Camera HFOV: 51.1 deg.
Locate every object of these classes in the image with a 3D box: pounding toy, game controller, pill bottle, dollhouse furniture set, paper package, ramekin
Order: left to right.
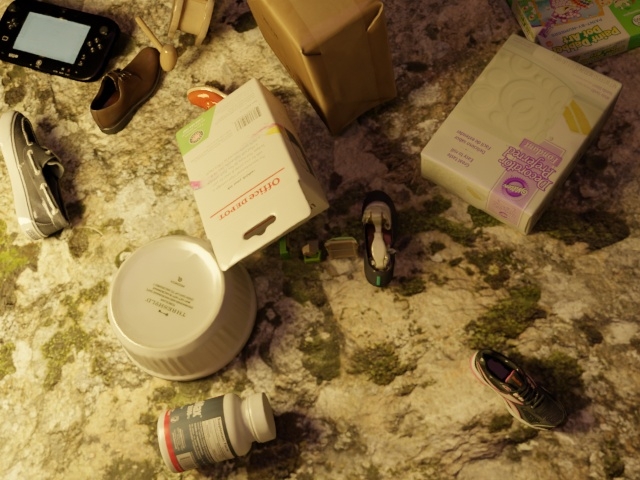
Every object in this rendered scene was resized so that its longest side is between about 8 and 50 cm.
[{"bbox_3d":[-0.622,-0.467,1.565,0.319,0.067,0.166,17,71,16],"label":"game controller"},{"bbox_3d":[-0.316,-0.521,1.466,0.155,0.154,0.269,10,65,-18],"label":"pounding toy"},{"bbox_3d":[-0.260,0.113,1.227,0.273,0.127,0.272,-3,66,7],"label":"ramekin"},{"bbox_3d":[-0.173,0.319,1.136,0.180,0.108,0.108,-16,66,1],"label":"pill bottle"},{"bbox_3d":[-0.011,-0.426,1.319,0.168,0.309,0.325,-33,66,-1],"label":"paper package"},{"bbox_3d":[0.000,0.000,1.264,0.152,0.076,0.058,-6,64,7],"label":"dollhouse furniture set"}]

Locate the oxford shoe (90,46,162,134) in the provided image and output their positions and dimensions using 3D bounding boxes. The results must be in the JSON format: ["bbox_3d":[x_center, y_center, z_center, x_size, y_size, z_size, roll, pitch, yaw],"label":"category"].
[{"bbox_3d":[-0.422,-0.345,1.467,0.083,0.096,0.227,21,70,18],"label":"oxford shoe"}]

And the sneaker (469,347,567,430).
[{"bbox_3d":[0.323,0.244,1.107,0.178,0.077,0.072,34,77,20],"label":"sneaker"}]

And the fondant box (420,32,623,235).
[{"bbox_3d":[0.381,-0.209,1.283,0.238,0.096,0.330,33,77,20],"label":"fondant box"}]

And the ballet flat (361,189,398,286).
[{"bbox_3d":[0.111,-0.015,1.256,0.074,0.074,0.203,-2,66,8],"label":"ballet flat"}]

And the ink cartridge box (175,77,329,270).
[{"bbox_3d":[-0.123,-0.109,1.252,0.207,0.119,0.353,-32,55,14],"label":"ink cartridge box"}]

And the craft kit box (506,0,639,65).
[{"bbox_3d":[0.543,-0.486,1.400,0.250,0.061,0.246,-19,68,1],"label":"craft kit box"}]

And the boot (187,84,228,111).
[{"bbox_3d":[-0.225,-0.277,1.429,0.158,0.059,0.084,19,76,15],"label":"boot"}]

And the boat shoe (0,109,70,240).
[{"bbox_3d":[-0.590,-0.150,1.404,0.102,0.108,0.301,-20,68,0],"label":"boat shoe"}]
